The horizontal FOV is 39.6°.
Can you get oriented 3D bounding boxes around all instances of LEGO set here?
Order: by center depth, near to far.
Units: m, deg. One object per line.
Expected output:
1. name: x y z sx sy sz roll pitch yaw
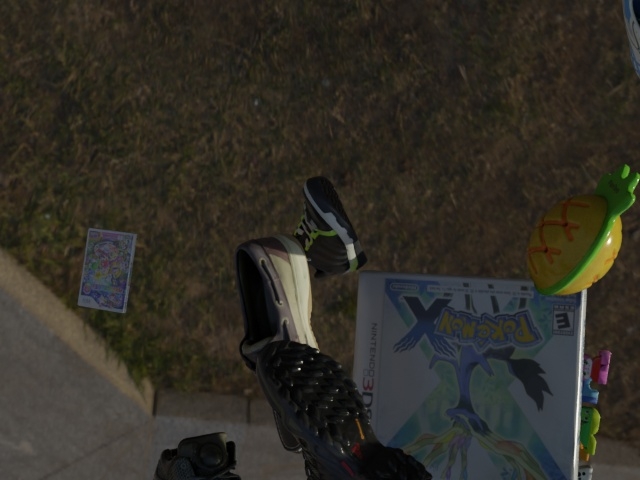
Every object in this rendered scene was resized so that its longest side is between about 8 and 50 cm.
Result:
1. LEGO set: 0.365 0.267 1.334 0.093 0.087 0.227 8 92 10

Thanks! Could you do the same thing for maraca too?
1. maraca: 0.320 -0.011 1.082 0.099 0.127 0.186 31 106 -12

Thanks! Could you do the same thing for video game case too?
1. video game case: 0.201 0.199 1.262 0.329 0.036 0.300 2 87 24
2. video game case: -0.328 0.045 1.365 0.087 0.011 0.122 7 88 24

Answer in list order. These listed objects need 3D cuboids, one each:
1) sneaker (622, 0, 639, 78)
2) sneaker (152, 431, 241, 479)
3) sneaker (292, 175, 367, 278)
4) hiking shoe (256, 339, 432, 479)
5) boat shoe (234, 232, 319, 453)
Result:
1. sneaker: 0.506 -0.309 1.347 0.085 0.086 0.237 -8 126 27
2. sneaker: -0.114 0.298 0.973 0.087 0.227 0.130 -4 116 -38
3. sneaker: 0.000 0.000 1.222 0.097 0.084 0.235 -25 150 2
4. hiking shoe: 0.006 0.201 0.850 0.086 0.227 0.114 -26 158 -42
5. boat shoe: -0.058 0.134 1.135 0.092 0.285 0.103 -4 176 -39
